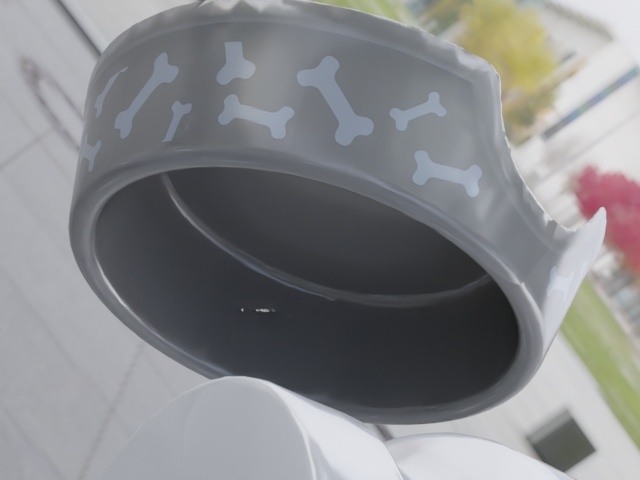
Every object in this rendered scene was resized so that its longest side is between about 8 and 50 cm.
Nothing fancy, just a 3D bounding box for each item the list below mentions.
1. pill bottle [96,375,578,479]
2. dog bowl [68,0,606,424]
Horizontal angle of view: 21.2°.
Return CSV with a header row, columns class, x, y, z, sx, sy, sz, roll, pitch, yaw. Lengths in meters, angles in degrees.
class,x,y,z,sx,sy,sz,roll,pitch,yaw
pill bottle,0.058,0.145,0.486,0.265,0.153,0.153,30,19,-31
dog bowl,0.000,0.000,1.083,0.349,0.349,0.102,48,47,-40
